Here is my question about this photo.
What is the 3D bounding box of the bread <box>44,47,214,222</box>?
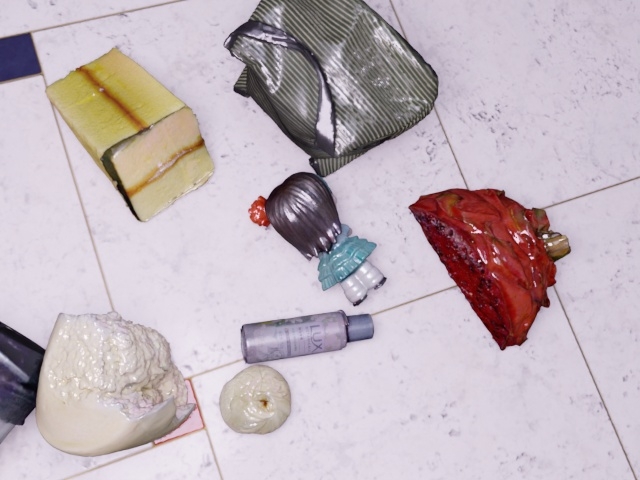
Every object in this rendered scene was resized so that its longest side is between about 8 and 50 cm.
[{"bbox_3d":[-0.322,-0.185,1.190,0.168,0.163,0.264,-35,52,-16],"label":"bread"}]

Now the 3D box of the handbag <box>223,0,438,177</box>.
[{"bbox_3d":[0.009,-0.278,1.179,0.240,0.247,0.340,-44,88,-6],"label":"handbag"}]

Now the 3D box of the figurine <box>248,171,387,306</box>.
[{"bbox_3d":[0.000,0.000,1.165,0.138,0.110,0.245,-39,91,1],"label":"figurine"}]

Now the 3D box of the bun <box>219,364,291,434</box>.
[{"bbox_3d":[-0.101,0.250,1.095,0.115,0.069,0.115,2,73,-8],"label":"bun"}]

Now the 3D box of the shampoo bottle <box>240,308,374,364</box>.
[{"bbox_3d":[-0.021,0.153,1.136,0.214,0.072,0.072,-7,76,-12],"label":"shampoo bottle"}]

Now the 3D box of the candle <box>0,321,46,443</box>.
[{"bbox_3d":[-0.544,0.249,0.942,0.221,0.221,0.342,36,75,1],"label":"candle"}]

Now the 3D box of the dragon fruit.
[{"bbox_3d":[0.326,0.003,1.196,0.205,0.152,0.317,-32,82,-18],"label":"dragon fruit"}]

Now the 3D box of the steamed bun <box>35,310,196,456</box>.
[{"bbox_3d":[-0.269,0.204,1.000,0.170,0.225,0.200,9,86,21],"label":"steamed bun"}]
